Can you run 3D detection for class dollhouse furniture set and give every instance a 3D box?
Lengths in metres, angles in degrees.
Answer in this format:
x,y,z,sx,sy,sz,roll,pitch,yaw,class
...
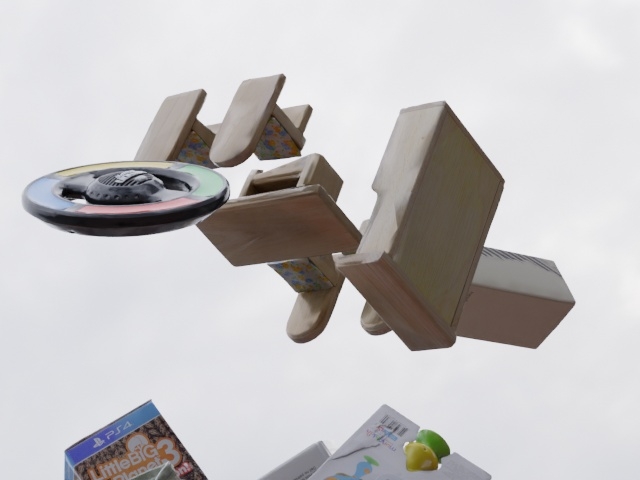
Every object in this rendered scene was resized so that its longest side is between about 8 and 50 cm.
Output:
x,y,z,sx,sy,sz,roll,pitch,yaw,class
0.000,0.000,2.310,0.394,0.256,0.362,-8,-44,37,dollhouse furniture set

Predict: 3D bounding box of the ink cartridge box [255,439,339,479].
x,y,z,sx,sy,sz,roll,pitch,yaw,class
-0.004,0.381,1.956,0.201,0.278,0.117,-33,-10,5,ink cartridge box

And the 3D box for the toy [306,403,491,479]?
x,y,z,sx,sy,sz,roll,pitch,yaw,class
0.049,0.275,1.810,0.237,0.137,0.056,-43,-21,-37,toy

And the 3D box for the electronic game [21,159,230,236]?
x,y,z,sx,sy,sz,roll,pitch,yaw,class
-0.214,-0.052,2.025,0.229,0.229,0.048,-10,-71,-29,electronic game

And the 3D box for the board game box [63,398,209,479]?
x,y,z,sx,sy,sz,roll,pitch,yaw,class
-0.213,0.405,2.493,0.141,0.291,0.232,-29,-23,-22,board game box

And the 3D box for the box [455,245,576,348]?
x,y,z,sx,sy,sz,roll,pitch,yaw,class
0.225,0.075,2.663,0.275,0.094,0.113,12,-50,-36,box

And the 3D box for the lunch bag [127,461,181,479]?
x,y,z,sx,sy,sz,roll,pitch,yaw,class
-0.163,0.357,1.463,0.169,0.235,0.287,-27,11,23,lunch bag
